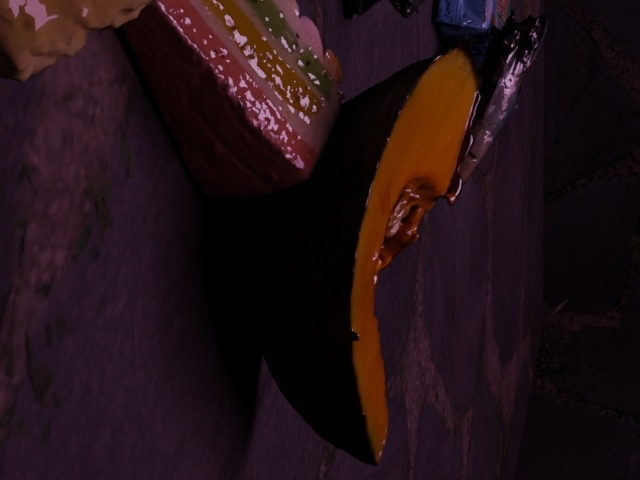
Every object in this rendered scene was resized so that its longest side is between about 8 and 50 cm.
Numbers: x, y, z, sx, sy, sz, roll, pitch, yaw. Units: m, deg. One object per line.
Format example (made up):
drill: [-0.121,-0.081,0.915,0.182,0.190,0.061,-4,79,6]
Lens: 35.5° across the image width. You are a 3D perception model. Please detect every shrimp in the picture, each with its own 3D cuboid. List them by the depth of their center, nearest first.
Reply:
shrimp: [0.248,-0.191,1.446,0.178,0.075,0.289,-39,148,-77]

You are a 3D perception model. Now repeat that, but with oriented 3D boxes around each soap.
soap: [0.235,-0.340,1.490,0.293,0.077,0.156,26,69,-71]

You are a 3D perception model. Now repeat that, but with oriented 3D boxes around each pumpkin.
pumpkin: [0.000,0.000,0.712,0.169,0.148,0.312,15,87,-63]

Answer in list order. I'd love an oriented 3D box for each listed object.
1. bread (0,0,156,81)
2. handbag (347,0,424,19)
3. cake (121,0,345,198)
bread: [-0.092,-0.198,0.354,0.262,0.163,0.204,-88,158,-51]
handbag: [0.086,-0.370,0.998,0.260,0.079,0.247,-49,138,-55]
cake: [-0.053,-0.127,0.601,0.225,0.090,0.109,69,33,-50]
